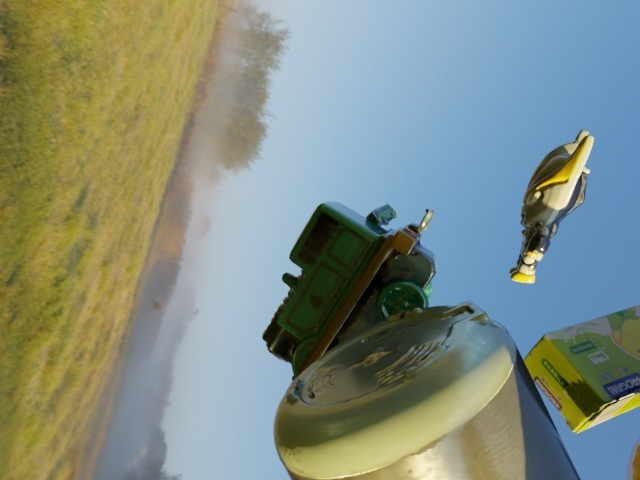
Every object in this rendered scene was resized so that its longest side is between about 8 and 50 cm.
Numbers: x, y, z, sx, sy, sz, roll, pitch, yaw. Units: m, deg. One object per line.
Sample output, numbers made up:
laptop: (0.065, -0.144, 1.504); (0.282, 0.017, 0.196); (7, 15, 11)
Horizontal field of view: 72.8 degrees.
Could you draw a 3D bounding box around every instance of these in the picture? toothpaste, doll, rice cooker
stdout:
toothpaste: (0.452, 0.164, 0.621); (0.110, 0.327, 0.077); (-122, -149, -44)
doll: (0.461, -0.067, 0.875); (0.103, 0.145, 0.316); (27, -73, 42)
rice cooker: (0.116, 0.235, 0.464); (0.277, 0.288, 0.288); (62, -24, -3)

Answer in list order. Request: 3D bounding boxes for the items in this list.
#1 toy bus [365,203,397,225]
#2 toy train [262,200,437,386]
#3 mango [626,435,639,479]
toy bus: (0.118, -0.046, 0.846); (0.037, 0.083, 0.031); (51, -55, 10)
toy train: (0.039, 0.106, 0.759); (0.429, 0.249, 0.178); (-59, 170, 13)
mango: (0.550, 0.386, 0.708); (0.098, 0.075, 0.190); (119, -6, -69)
